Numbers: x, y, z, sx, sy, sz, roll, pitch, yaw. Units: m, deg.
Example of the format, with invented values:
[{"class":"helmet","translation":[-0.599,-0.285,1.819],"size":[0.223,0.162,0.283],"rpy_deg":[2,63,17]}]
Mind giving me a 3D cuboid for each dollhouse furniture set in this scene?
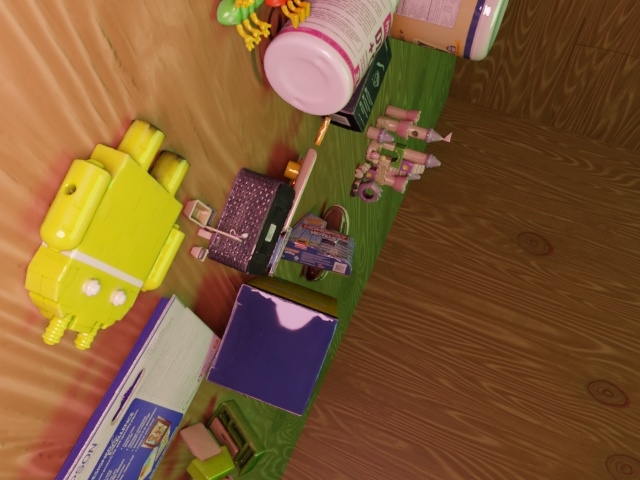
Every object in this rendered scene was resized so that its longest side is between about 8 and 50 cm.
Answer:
[{"class":"dollhouse furniture set","translation":[-0.172,-0.010,0.869],"size":[0.114,0.081,0.090],"rpy_deg":[53,59,-75]},{"class":"dollhouse furniture set","translation":[-0.298,0.547,1.265],"size":[0.198,0.151,0.301],"rpy_deg":[-4,134,-53]}]

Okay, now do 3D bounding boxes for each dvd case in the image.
[{"class":"dvd case","translation":[-0.103,0.022,1.257],"size":[0.119,0.013,0.087],"rpy_deg":[-67,-162,-4]}]

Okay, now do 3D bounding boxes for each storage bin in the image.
[{"class":"storage bin","translation":[-0.126,-0.032,1.019],"size":[0.122,0.085,0.180],"rpy_deg":[28,83,-77]}]

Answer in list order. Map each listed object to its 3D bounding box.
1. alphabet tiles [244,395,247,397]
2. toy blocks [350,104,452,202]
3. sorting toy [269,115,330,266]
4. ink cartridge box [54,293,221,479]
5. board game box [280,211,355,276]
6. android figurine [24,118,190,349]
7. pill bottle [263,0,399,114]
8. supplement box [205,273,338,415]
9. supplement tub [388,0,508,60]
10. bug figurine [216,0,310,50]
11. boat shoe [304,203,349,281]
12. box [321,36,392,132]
[{"class":"alphabet tiles","translation":[-0.169,0.335,1.575],"size":[0.198,0.009,0.237],"rpy_deg":[87,27,-61]},{"class":"toy blocks","translation":[0.300,-0.289,1.943],"size":[0.309,0.260,0.288],"rpy_deg":[-52,159,-52]},{"class":"sorting toy","translation":[-0.066,-0.112,1.165],"size":[0.196,0.047,0.347],"rpy_deg":[-145,-103,-82]},{"class":"ink cartridge box","translation":[-0.284,0.249,0.862],"size":[0.303,0.072,0.307],"rpy_deg":[-63,164,-19]},{"class":"board game box","translation":[0.000,0.000,1.434],"size":[0.194,0.194,0.060],"rpy_deg":[-75,180,-61]},{"class":"android figurine","translation":[-0.247,-0.001,0.653],"size":[0.248,0.056,0.272],"rpy_deg":[70,41,-71]},{"class":"pill bottle","translation":[0.032,-0.372,0.957],"size":[0.160,0.161,0.283],"rpy_deg":[88,26,-59]},{"class":"supplement box","translation":[-0.085,0.197,1.151],"size":[0.356,0.196,0.194],"rpy_deg":[15,96,-89]},{"class":"supplement tub","translation":[0.261,-0.561,1.241],"size":[0.228,0.317,0.228],"rpy_deg":[21,90,-77]},{"class":"bug figurine","translation":[-0.070,-0.396,0.713],"size":[0.216,0.072,0.279],"rpy_deg":[-54,166,-28]},{"class":"boat shoe","translation":[0.015,0.016,1.644],"size":[0.095,0.095,0.257],"rpy_deg":[-28,138,-62]},{"class":"box","translation":[0.075,-0.375,1.242],"size":[0.153,0.108,0.206],"rpy_deg":[24,87,-77]}]
